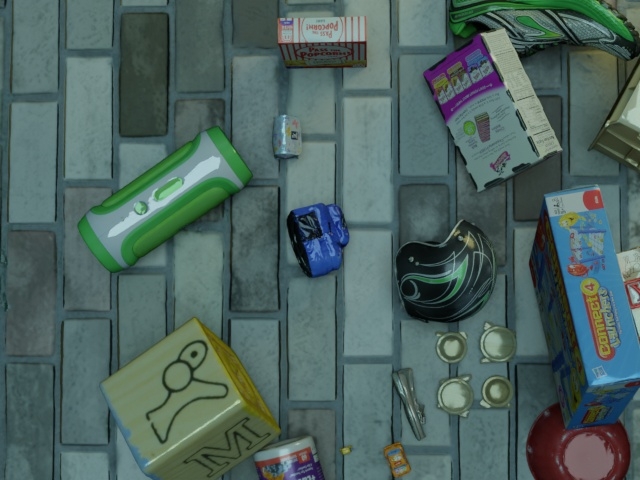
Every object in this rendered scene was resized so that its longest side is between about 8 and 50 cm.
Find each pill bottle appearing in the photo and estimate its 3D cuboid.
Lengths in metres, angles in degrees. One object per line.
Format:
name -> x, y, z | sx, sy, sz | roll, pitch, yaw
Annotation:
pill bottle -> -0.039, 0.438, 1.888 | 0.108, 0.108, 0.194 | -17, 86, 1

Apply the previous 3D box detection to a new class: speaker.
speaker -> -0.267, -0.070, 1.921 | 0.296, 0.131, 0.131 | -35, 86, 0

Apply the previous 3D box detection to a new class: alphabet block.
alphabet block -> -0.213, 0.278, 1.837 | 0.197, 0.193, 0.192 | -34, 61, 1

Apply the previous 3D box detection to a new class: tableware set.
tableware set -> 0.270, 0.225, 1.934 | 0.141, 0.020, 0.169 | 0, 85, 0

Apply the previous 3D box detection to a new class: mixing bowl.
mixing bowl -> 0.444, 0.362, 1.879 | 0.181, 0.098, 0.181 | 0, 87, 3

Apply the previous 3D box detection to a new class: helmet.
helmet -> 0.218, 0.053, 1.877 | 0.161, 0.169, 0.169 | -9, 86, 18

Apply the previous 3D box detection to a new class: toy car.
toy car -> 0.095, 0.382, 1.920 | 0.122, 0.040, 0.060 | -4, 86, 2

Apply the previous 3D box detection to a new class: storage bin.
storage bin -> 0.570, -0.254, 1.835 | 0.123, 0.260, 0.262 | 29, 88, 8

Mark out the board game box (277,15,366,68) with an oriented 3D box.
board game box -> 0.006, -0.336, 1.894 | 0.146, 0.193, 0.045 | -1, 86, 3

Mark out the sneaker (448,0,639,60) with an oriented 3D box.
sneaker -> 0.383, -0.367, 1.912 | 0.343, 0.134, 0.146 | 21, 98, 22

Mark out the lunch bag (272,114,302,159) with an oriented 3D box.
lunch bag -> -0.059, -0.179, 1.941 | 0.053, 0.083, 0.071 | -2, 86, 3

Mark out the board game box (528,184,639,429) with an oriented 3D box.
board game box -> 0.412, 0.115, 1.755 | 0.086, 0.302, 0.308 | -9, 68, 2

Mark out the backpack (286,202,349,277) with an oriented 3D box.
backpack -> 0.000, 0.000, 1.921 | 0.101, 0.098, 0.120 | -14, 85, -2

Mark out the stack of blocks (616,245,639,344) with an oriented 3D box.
stack of blocks -> 0.508, 0.100, 1.792 | 0.087, 0.297, 0.171 | -15, 85, 2

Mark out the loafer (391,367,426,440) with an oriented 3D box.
loafer -> 0.162, 0.282, 1.924 | 0.039, 0.045, 0.125 | -21, 83, -6

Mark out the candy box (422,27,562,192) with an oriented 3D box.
candy box -> 0.290, -0.220, 1.891 | 0.071, 0.159, 0.233 | -20, 84, -38
